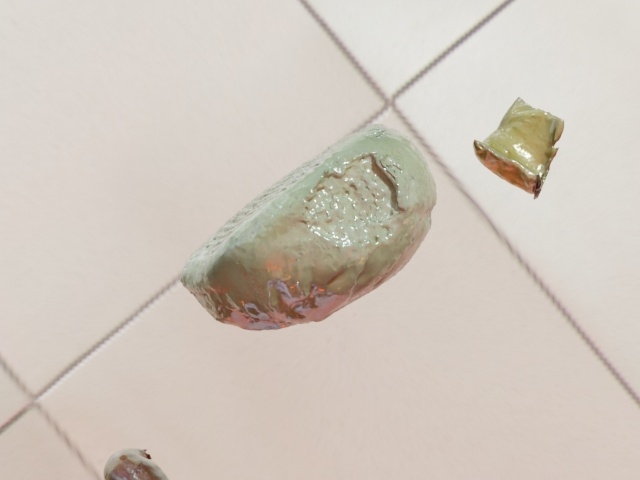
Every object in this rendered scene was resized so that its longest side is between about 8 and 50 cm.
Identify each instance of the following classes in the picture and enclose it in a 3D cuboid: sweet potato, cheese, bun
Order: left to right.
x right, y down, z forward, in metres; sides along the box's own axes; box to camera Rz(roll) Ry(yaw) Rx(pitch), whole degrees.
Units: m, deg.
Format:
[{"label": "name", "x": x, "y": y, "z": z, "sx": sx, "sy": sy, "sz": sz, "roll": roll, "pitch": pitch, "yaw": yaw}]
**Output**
[{"label": "sweet potato", "x": -0.140, "y": 0.226, "z": 1.329, "sx": 0.055, "sy": 0.202, "sz": 0.058, "roll": -2, "pitch": 110, "yaw": -23}, {"label": "bun", "x": -0.001, "y": 0.000, "z": 1.216, "sx": 0.221, "sy": 0.221, "sz": 0.108, "roll": -36, "pitch": 96, "yaw": -1}, {"label": "cheese", "x": 0.149, "y": -0.068, "z": 1.180, "sx": 0.060, "sy": 0.041, "sz": 0.084, "roll": 28, "pitch": 48, "yaw": 11}]
